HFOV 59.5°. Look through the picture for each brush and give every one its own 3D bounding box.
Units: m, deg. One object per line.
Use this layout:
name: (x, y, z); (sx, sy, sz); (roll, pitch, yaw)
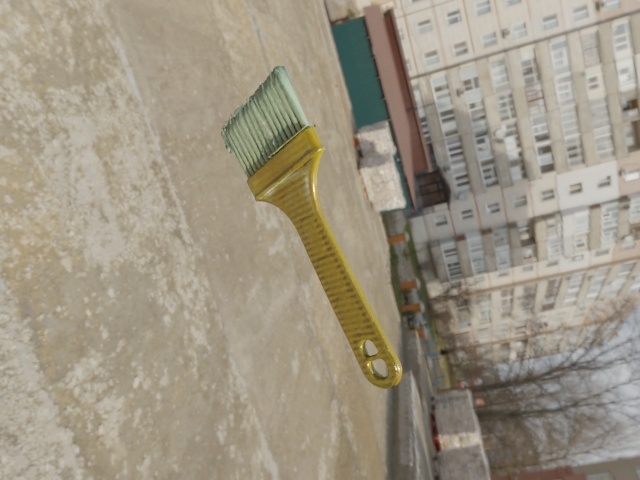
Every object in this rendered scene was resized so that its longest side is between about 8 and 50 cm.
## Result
brush: (0.000, 0.000, 0.373); (0.010, 0.082, 0.218); (-25, 87, -43)
